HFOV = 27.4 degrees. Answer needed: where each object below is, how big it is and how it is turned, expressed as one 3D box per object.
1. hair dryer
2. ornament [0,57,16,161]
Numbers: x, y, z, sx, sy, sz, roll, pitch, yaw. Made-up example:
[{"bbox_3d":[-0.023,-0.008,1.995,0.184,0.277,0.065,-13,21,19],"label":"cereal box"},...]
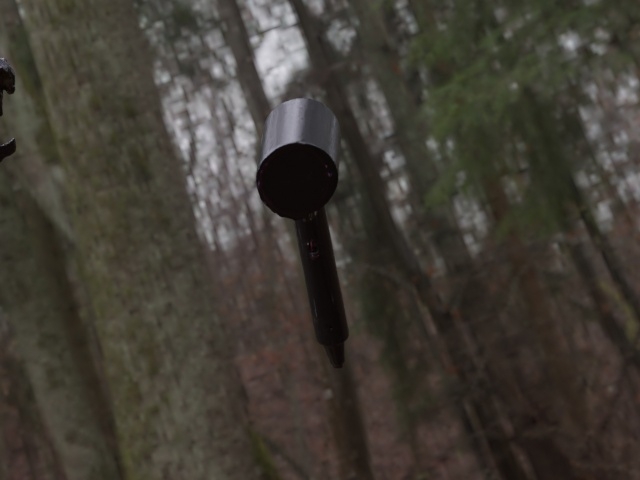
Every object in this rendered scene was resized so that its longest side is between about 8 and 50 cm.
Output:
[{"bbox_3d":[0.000,0.001,1.180,0.071,0.248,0.114,-10,28,7],"label":"hair dryer"},{"bbox_3d":[-0.295,-0.053,0.964,0.196,0.153,0.166,-39,-42,11],"label":"ornament"}]
